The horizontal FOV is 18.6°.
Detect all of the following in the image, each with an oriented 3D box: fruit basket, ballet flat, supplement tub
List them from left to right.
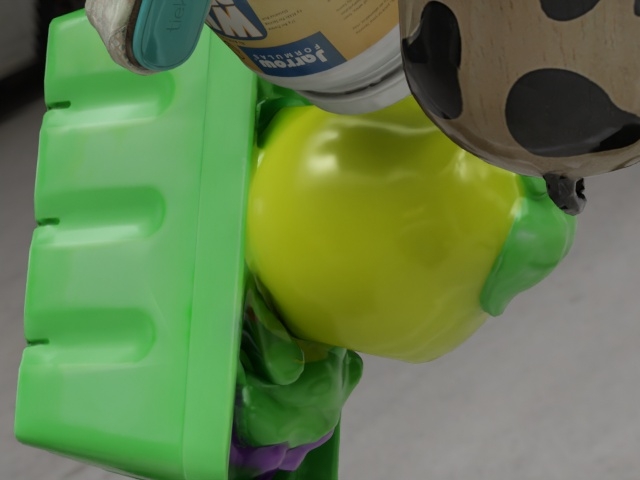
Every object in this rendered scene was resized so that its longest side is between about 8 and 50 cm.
[{"bbox_3d":[-0.052,-0.144,0.755,0.057,0.168,0.052,5,29,-44],"label":"ballet flat"},{"bbox_3d":[-0.016,-0.172,1.057,0.144,0.200,0.144,-20,50,25],"label":"supplement tub"},{"bbox_3d":[0.000,0.000,1.278,0.392,0.392,0.283,-20,-18,11],"label":"fruit basket"}]

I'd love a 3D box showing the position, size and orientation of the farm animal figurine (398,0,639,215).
[{"bbox_3d":[0.023,-0.139,0.482,0.330,0.326,0.172,-14,35,26],"label":"farm animal figurine"}]
